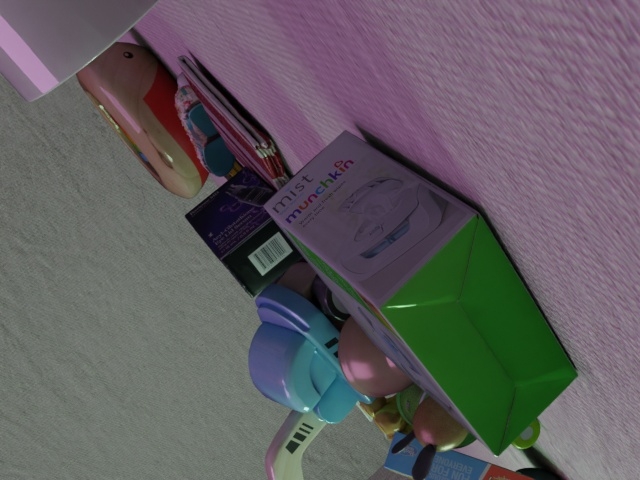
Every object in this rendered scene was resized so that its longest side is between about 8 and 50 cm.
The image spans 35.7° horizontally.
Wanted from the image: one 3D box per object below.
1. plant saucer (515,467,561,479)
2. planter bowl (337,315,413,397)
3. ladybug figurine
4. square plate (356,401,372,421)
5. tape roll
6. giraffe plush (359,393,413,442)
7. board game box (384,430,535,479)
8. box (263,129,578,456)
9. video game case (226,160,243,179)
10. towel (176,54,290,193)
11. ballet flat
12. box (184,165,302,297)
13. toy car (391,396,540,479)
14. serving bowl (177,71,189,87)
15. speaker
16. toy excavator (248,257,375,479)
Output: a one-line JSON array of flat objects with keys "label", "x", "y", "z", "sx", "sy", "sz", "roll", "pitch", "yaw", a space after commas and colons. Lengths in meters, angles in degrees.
[{"label": "plant saucer", "x": 0.468, "y": 0.512, "z": 1.739, "sx": 0.318, "sy": 0.043, "sz": 0.317, "roll": 49, "pitch": 174, "yaw": 7}, {"label": "planter bowl", "x": 0.127, "y": 0.190, "z": 1.730, "sx": 0.162, "sy": 0.162, "sz": 0.109, "roll": 50, "pitch": 147, "yaw": -17}, {"label": "ladybug figurine", "x": -0.377, "y": -0.277, "z": 2.247, "sx": 0.305, "sy": 0.162, "sz": 0.449, "roll": 39, "pitch": 167, "yaw": 43}, {"label": "square plate", "x": 0.038, "y": 0.187, "z": 2.275, "sx": 0.344, "sy": 0.049, "sz": 0.347, "roll": -100, "pitch": -17, "yaw": -47}, {"label": "tape roll", "x": -0.330, "y": -0.313, "z": 1.241, "sx": 0.169, "sy": 0.246, "sz": 0.246, "roll": 51, "pitch": 174, "yaw": -21}, {"label": "giraffe plush", "x": 0.194, "y": 0.342, "z": 2.060, "sx": 0.181, "sy": 0.170, "sz": 0.210, "roll": 49, "pitch": 174, "yaw": 7}, {"label": "board game box", "x": 0.238, "y": 0.414, "z": 1.761, "sx": 0.242, "sy": 0.064, "sz": 0.316, "roll": 18, "pitch": 168, "yaw": 10}, {"label": "box", "x": 0.100, "y": 0.047, "z": 0.985, "sx": 0.231, "sy": 0.127, "sz": 0.262, "roll": 39, "pitch": 170, "yaw": 50}, {"label": "video game case", "x": -0.191, "y": -0.140, "z": 2.474, "sx": 0.248, "sy": 0.035, "sz": 0.275, "roll": 46, "pitch": 175, "yaw": 22}, {"label": "towel", "x": -0.130, "y": -0.173, "z": 1.745, "sx": 0.237, "sy": 0.037, "sz": 0.329, "roll": 47, "pitch": 174, "yaw": 22}, {"label": "ballet flat", "x": -0.222, "y": -0.220, "z": 1.934, "sx": 0.077, "sy": 0.091, "sz": 0.241, "roll": 52, "pitch": 168, "yaw": 31}, {"label": "box", "x": -0.128, "y": -0.019, "z": 1.774, "sx": 0.108, "sy": 0.153, "sz": 0.207, "roll": 54, "pitch": 172, "yaw": -35}, {"label": "toy car", "x": 0.195, "y": 0.274, "z": 1.463, "sx": 0.149, "sy": 0.188, "sz": 0.155, "roll": 51, "pitch": 174, "yaw": -24}, {"label": "serving bowl", "x": -0.254, "y": -0.290, "z": 1.947, "sx": 0.083, "sy": 0.027, "sz": 0.083, "roll": 47, "pitch": 175, "yaw": 5}, {"label": "speaker", "x": 0.217, "y": 0.301, "z": 1.819, "sx": 0.131, "sy": 0.131, "sz": 0.296, "roll": 49, "pitch": 174, "yaw": -1}, {"label": "toy excavator", "x": -0.027, "y": 0.308, "z": 1.925, "sx": 0.433, "sy": 0.445, "sz": 0.222, "roll": 50, "pitch": 160, "yaw": -27}]
